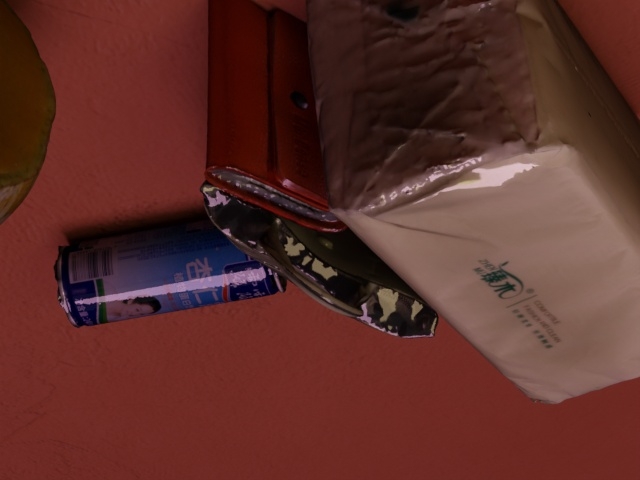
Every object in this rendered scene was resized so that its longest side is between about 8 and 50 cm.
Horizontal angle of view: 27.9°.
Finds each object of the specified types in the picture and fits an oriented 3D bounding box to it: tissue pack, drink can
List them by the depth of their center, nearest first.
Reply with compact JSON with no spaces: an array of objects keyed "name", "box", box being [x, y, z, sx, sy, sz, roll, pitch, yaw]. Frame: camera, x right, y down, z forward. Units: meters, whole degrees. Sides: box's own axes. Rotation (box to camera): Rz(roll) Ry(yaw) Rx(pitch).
[{"name":"tissue pack","box":[0.166,-0.065,1.139,0.207,0.297,0.380,-23,141,23]},{"name":"drink can","box":[-0.160,0.031,1.391,0.235,0.097,0.097,-11,143,4]}]

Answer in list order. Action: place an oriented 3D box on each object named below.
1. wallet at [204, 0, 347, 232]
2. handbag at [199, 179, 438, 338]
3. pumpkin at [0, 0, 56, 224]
[{"name":"wallet","box":[-0.037,-0.114,1.119,0.142,0.204,0.045,23,137,-32]},{"name":"handbag","box":[0.000,0.000,1.184,0.241,0.315,0.109,32,92,-7]},{"name":"pumpkin","box":[-0.366,-0.123,0.989,0.199,0.332,0.332,-37,134,26]}]
